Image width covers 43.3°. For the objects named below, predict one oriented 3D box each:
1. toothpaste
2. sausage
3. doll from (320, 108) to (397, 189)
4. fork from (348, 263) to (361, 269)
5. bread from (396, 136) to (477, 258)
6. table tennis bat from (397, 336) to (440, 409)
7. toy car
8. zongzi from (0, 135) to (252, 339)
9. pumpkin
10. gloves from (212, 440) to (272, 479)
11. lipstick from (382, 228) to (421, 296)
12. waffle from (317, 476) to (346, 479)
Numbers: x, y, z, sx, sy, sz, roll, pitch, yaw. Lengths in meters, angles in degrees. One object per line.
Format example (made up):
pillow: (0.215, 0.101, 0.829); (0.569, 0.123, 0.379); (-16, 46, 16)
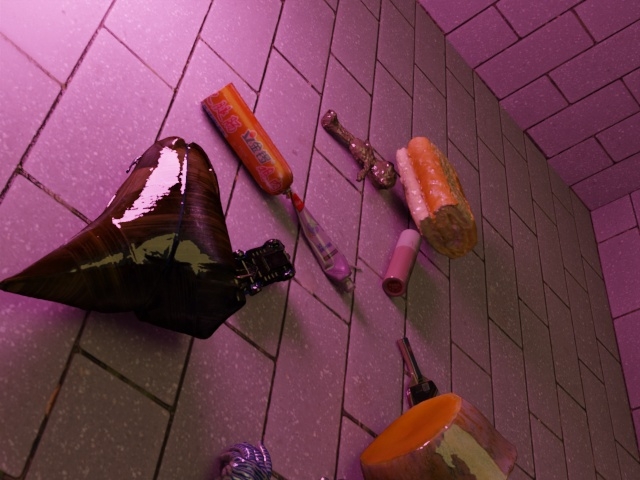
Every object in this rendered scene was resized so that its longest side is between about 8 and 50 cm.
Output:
toothpaste: (0.000, 0.000, 2.044); (0.301, 0.048, 0.075); (58, 35, -1)
sausage: (-0.162, -0.228, 1.943); (0.312, 0.093, 0.093); (55, 31, -10)
doll: (0.122, -0.271, 2.413); (0.285, 0.091, 0.203); (53, 19, 7)
fork: (0.076, 0.064, 2.136); (0.115, 0.012, 0.016); (22, 52, -53)
bread: (0.364, -0.135, 2.533); (0.236, 0.165, 0.375); (46, 22, -38)
table tennis bat: (0.269, 0.402, 2.137); (0.173, 0.022, 0.301); (0, 68, -56)
toy car: (-0.138, 0.063, 1.773); (0.216, 0.063, 0.103); (-21, 82, -53)
zongzi: (-0.362, -0.044, 1.434); (0.432, 0.208, 0.403); (11, 50, -38)
pumpkin: (0.235, 0.482, 1.757); (0.199, 0.332, 0.332); (50, 32, -5)
gloves: (-0.146, 0.440, 1.445); (0.229, 0.097, 0.119); (-65, 151, -59)
lipstick: (0.236, 0.061, 2.311); (0.070, 0.070, 0.254); (51, 33, -16)
waffle: (0.030, 0.621, 1.575); (0.292, 0.056, 0.309); (22, 49, -47)
